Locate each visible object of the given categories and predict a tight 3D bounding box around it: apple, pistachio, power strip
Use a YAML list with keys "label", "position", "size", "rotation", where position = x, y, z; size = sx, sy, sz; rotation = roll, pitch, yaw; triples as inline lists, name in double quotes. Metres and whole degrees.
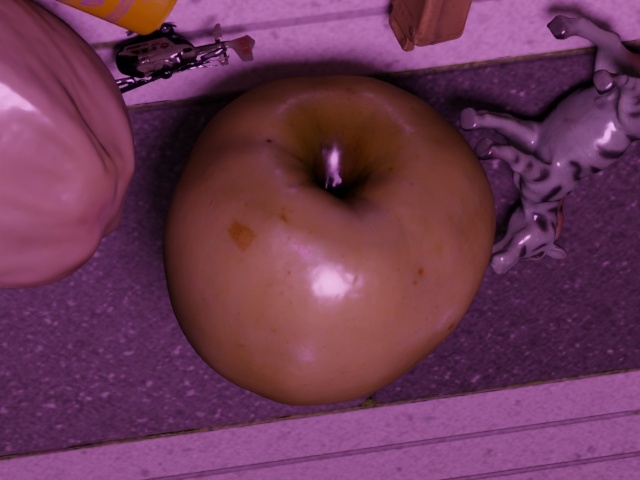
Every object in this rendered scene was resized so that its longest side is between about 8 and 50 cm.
- label: "apple"
  position: [0.000, 0.000, 1.410]
  size: [0.262, 0.262, 0.262]
  rotation: [-5, 134, -6]
- label: "pistachio"
  position: [-0.277, -0.098, 1.302]
  size: [0.332, 0.207, 0.226]
  rotation: [35, 162, -26]
- label: "power strip"
  position: [0.096, -0.242, 1.292]
  size: [0.044, 0.064, 0.305]
  rotation: [-13, 146, -20]

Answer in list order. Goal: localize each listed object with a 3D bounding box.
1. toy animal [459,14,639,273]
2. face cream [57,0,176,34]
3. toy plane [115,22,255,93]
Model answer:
- label: "toy animal"
  position: [0.185, -0.079, 1.475]
  size: [0.170, 0.090, 0.255]
  rotation: [2, 143, -36]
- label: "face cream"
  position: [-0.227, -0.226, 1.260]
  size: [0.273, 0.078, 0.078]
  rotation: [20, 127, -27]
- label: "toy plane"
  position: [-0.109, -0.140, 1.385]
  size: [0.121, 0.049, 0.031]
  rotation: [-13, 135, 2]
